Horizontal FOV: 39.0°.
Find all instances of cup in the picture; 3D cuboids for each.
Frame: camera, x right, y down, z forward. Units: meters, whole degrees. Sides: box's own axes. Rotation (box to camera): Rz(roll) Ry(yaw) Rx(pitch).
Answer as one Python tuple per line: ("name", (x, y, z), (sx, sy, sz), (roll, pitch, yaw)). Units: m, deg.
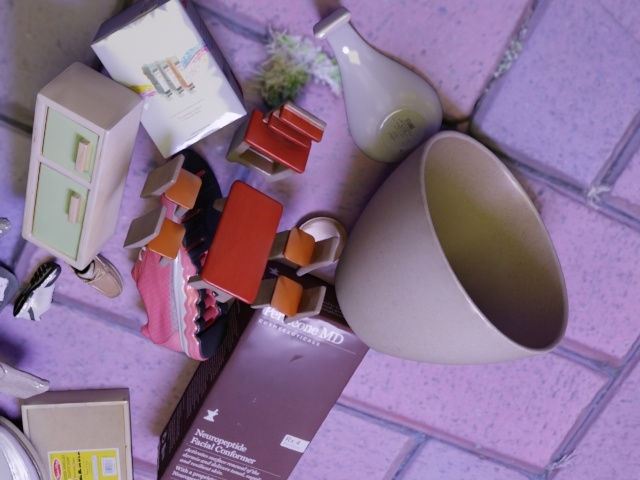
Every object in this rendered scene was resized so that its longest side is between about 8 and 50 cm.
("cup", (0.161, 0.045, 1.289), (0.237, 0.331, 0.331), (-31, 118, 35))

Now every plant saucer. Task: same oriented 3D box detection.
("plant saucer", (0.000, 0.000, 1.382), (0.083, 0.015, 0.083), (-3, 115, -7))

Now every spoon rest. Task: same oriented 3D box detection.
("spoon rest", (0.076, -0.217, 1.267), (0.137, 0.084, 0.276), (-32, 129, 9))

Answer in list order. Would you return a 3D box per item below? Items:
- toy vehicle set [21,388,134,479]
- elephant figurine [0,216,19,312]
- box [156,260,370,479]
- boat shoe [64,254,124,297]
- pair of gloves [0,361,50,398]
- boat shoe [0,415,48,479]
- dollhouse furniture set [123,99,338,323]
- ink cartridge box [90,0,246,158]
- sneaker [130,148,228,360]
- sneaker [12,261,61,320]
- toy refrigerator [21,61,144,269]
("toy vehicle set", (-0.394, 0.367, 1.488), (0.166, 0.035, 0.267), (0, 115, -8))
("elephant figurine", (-0.514, 0.087, 1.293), (0.169, 0.186, 0.239), (-45, 136, -34))
("box", (-0.092, 0.237, 1.415), (0.191, 0.143, 0.381), (23, 108, -17))
("boat shoe", (-0.344, 0.041, 1.335), (0.050, 0.045, 0.135), (-37, 115, 10))
("pair of gloves", (-0.548, 0.216, 1.329), (0.240, 0.042, 0.204), (-19, 144, 27))
("boat shoe", (-0.498, 0.427, 1.433), (0.113, 0.103, 0.302), (-1, 110, 30))
("dollhouse furniture set", (-0.088, -0.046, 1.201), (0.262, 0.259, 0.135), (28, 153, -27))
("ink cartridge box", (-0.195, -0.227, 1.183), (0.127, 0.128, 0.176), (-27, 115, 6))
("sneaker", (-0.221, 0.023, 1.310), (0.136, 0.116, 0.314), (5, 106, 21))
("sneaker", (-0.415, 0.077, 1.351), (0.043, 0.040, 0.109), (27, 113, -36))
("toy refrigerator", (-0.318, -0.088, 1.181), (0.102, 0.094, 0.269), (30, 135, 3))
